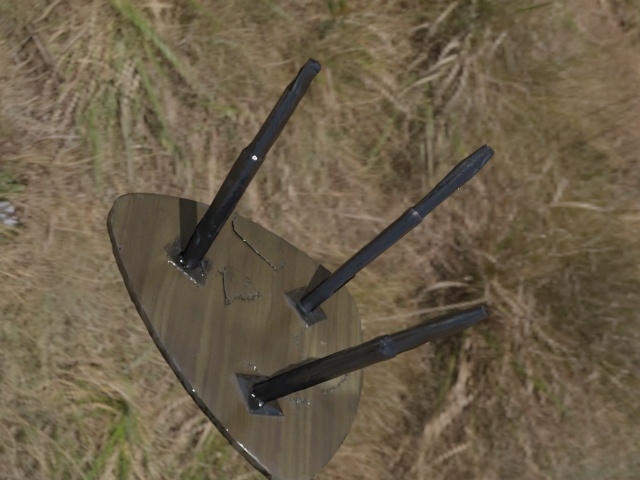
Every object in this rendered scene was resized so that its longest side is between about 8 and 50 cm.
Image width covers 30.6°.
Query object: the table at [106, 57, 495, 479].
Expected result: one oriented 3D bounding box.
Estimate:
[{"bbox_3d":[0.000,0.000,1.047,0.317,0.249,0.317,34,33,-26],"label":"table"}]
